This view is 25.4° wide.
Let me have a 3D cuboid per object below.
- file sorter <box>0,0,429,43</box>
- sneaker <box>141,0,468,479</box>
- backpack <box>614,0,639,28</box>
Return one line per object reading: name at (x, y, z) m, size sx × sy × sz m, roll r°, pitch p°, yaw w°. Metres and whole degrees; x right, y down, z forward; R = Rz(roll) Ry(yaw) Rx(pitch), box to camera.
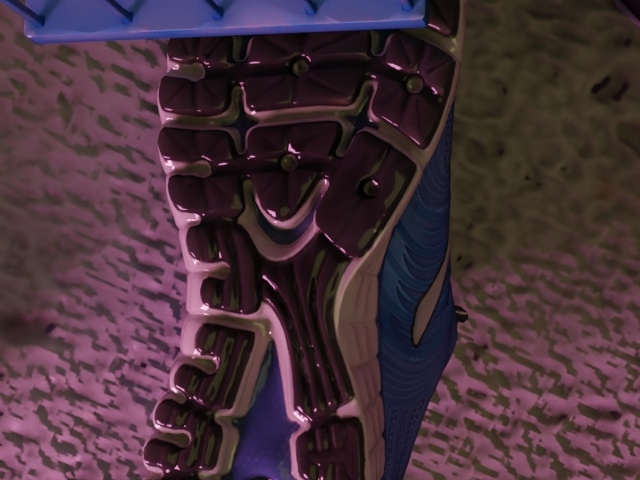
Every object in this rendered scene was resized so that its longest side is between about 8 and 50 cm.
file sorter at (-0.049, -0.150, 0.548) m, size 0.170 × 0.104 × 0.118 m, roll -1°, pitch 81°, yaw 13°
sneaker at (0.000, 0.000, 0.648) m, size 0.130 × 0.147 × 0.329 m, roll 11°, pitch 91°, yaw 15°
backpack at (0.170, -0.176, 0.528) m, size 0.191 × 0.253 × 0.225 m, roll -19°, pitch 109°, yaw -4°
